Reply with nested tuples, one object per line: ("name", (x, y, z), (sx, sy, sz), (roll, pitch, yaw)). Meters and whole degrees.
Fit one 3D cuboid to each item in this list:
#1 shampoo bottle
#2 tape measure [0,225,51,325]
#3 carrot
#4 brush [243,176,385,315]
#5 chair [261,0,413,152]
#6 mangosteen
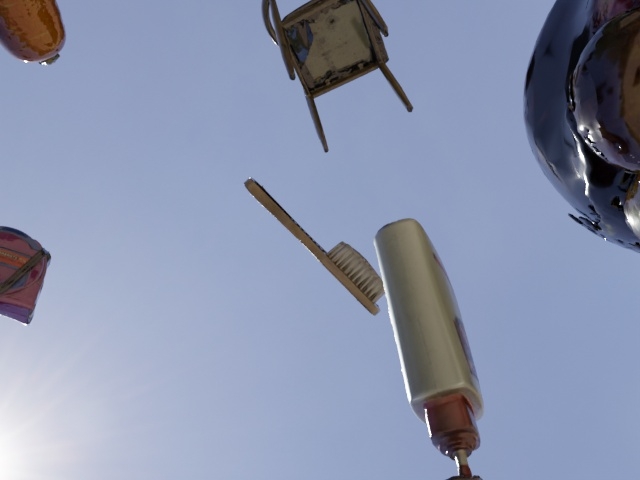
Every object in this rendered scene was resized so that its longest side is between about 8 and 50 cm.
("shampoo bottle", (0.116, 0.124, 0.704), (0.284, 0.071, 0.153), (-99, -15, -48))
("tape measure", (-0.425, 0.045, 0.961), (0.118, 0.074, 0.125), (20, -130, -16))
("carrot", (-0.286, -0.255, 0.627), (0.067, 0.067, 0.225), (-49, -45, -41))
("brush", (0.000, 0.000, 1.258), (0.327, 0.070, 0.065), (44, -88, -9))
("chair", (0.017, -0.311, 1.159), (0.188, 0.167, 0.272), (61, -175, -49))
("mangosteen", (0.419, -0.148, 0.773), (0.380, 0.381, 0.421), (60, -171, -17))
